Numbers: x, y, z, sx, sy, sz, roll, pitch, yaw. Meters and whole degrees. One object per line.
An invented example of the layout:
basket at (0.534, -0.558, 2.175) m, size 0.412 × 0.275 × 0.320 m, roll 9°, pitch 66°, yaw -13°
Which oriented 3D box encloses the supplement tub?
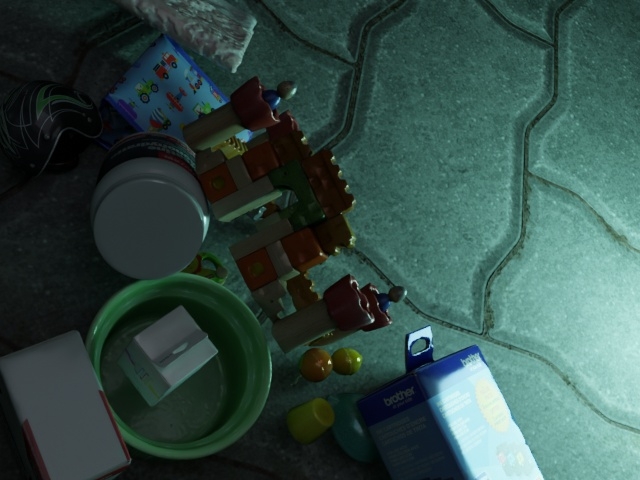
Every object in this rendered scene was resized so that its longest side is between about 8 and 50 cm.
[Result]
supplement tub at (-0.286, -0.064, 1.299) m, size 0.191 × 0.191 × 0.272 m, roll 18°, pitch 17°, yaw -18°

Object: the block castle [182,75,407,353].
block castle at (-0.031, -0.042, 1.342) m, size 0.212 × 0.303 × 0.454 m, roll -27°, pitch 78°, yaw 9°

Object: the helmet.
helmet at (-0.486, -0.197, 1.353) m, size 0.161 × 0.169 × 0.170 m, roll -12°, pitch 71°, yaw -47°

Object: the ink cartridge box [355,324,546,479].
ink cartridge box at (0.236, 0.356, 1.390) m, size 0.270 × 0.151 × 0.396 m, roll -8°, pitch 68°, yaw -55°

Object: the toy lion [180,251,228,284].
toy lion at (-0.236, 0.050, 1.437) m, size 0.100 × 0.034 × 0.096 m, roll -20°, pitch 68°, yaw -33°

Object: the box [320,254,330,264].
box at (0.000, 0.000, 1.544) m, size 0.052 × 0.083 × 0.062 m, roll 21°, pitch 59°, yaw -15°

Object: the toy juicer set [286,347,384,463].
toy juicer set at (0.068, 0.311, 1.434) m, size 0.329 × 0.089 × 0.209 m, roll 28°, pitch 38°, yaw -32°

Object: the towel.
towel at (-0.291, -0.481, 1.569) m, size 0.331 × 0.053 × 0.317 m, roll 28°, pitch 26°, yaw -11°

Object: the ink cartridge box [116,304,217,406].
ink cartridge box at (-0.224, 0.167, 1.128) m, size 0.092 × 0.143 × 0.090 m, roll -36°, pitch 85°, yaw -35°

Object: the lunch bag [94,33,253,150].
lunch bag at (-0.269, -0.219, 1.505) m, size 0.293 × 0.138 × 0.221 m, roll 40°, pitch 52°, yaw -15°

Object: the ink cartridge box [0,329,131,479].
ink cartridge box at (-0.379, 0.272, 1.105) m, size 0.114 × 0.273 × 0.197 m, roll -20°, pitch 76°, yaw -29°

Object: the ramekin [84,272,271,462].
ramekin at (-0.247, 0.219, 1.271) m, size 0.303 × 0.148 × 0.304 m, roll 11°, pitch 62°, yaw -21°
